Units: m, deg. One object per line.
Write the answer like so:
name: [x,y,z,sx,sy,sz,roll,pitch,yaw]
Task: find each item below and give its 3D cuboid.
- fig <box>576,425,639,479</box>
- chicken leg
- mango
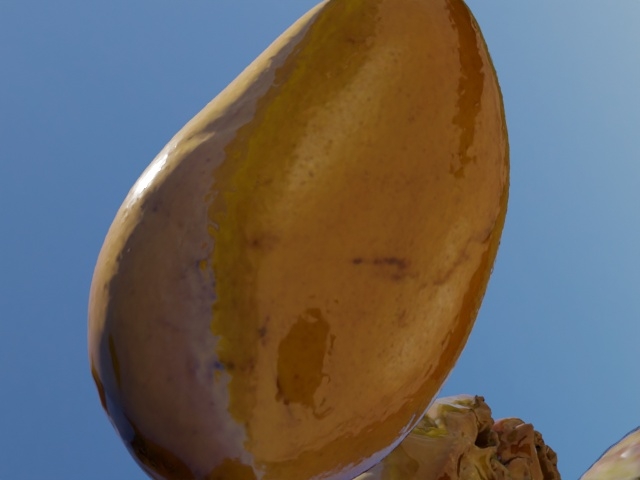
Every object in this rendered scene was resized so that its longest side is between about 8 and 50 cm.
fig: [0.144,0.140,0.326,0.231,0.143,0.160,50,-131,-11]
chicken leg: [0.070,0.255,1.139,0.295,0.409,0.182,-23,-114,-37]
mango: [0.000,0.000,0.536,0.144,0.219,0.112,31,178,-25]
